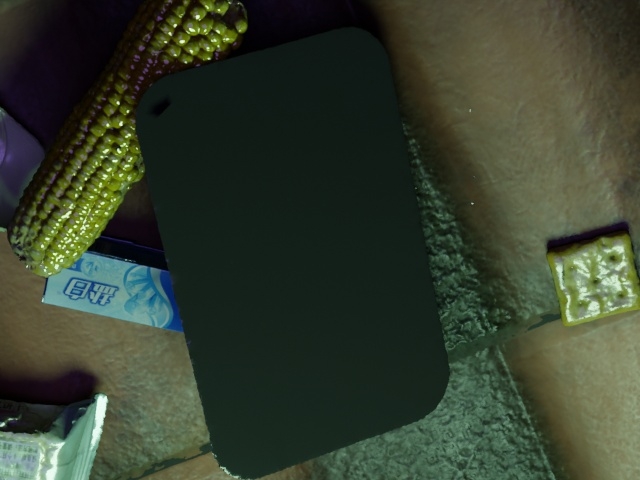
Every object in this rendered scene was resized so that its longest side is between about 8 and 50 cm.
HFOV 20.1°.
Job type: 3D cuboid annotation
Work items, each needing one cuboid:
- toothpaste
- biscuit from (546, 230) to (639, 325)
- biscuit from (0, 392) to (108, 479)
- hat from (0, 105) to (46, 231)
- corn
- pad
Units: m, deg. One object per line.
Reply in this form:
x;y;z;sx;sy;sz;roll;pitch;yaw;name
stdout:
-0.119;0.052;1.685;0.272;0.053;0.066;13;111;-6;toothpaste
0.259;0.037;1.698;0.081;0.018;0.083;-14;111;4;biscuit
-0.368;0.208;1.733;0.309;0.079;0.186;8;109;-3;biscuit
-0.316;-0.088;1.630;0.166;0.081;0.122;39;67;-29;hat
-0.170;-0.107;1.585;0.097;0.097;0.320;34;99;-12;corn
0.001;0.000;1.634;0.315;0.063;0.375;-16;105;-20;pad
